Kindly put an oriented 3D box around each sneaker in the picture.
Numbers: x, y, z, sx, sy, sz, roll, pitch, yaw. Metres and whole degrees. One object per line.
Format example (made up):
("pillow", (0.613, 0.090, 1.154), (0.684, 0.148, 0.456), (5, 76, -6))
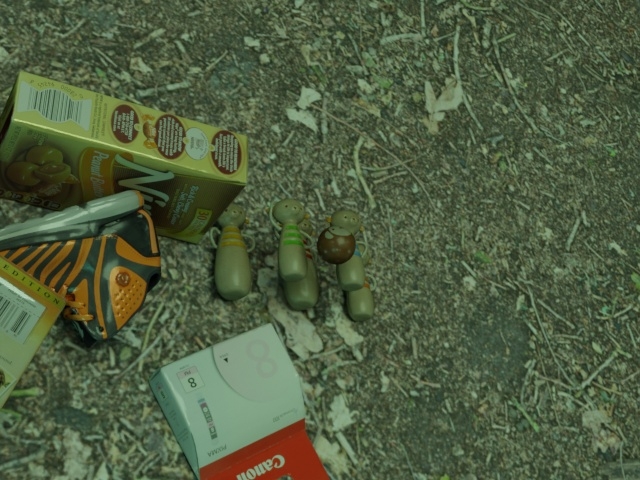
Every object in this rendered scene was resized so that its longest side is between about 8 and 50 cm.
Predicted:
("sneaker", (-0.348, 0.062, 1.290), (0.321, 0.124, 0.180), (-18, 95, -18))

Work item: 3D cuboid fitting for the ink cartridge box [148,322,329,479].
("ink cartridge box", (-0.097, 0.247, 1.382), (0.189, 0.066, 0.232), (-20, 71, -38))

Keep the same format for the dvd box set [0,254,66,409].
("dvd box set", (-0.471, 0.123, 1.019), (0.307, 0.062, 0.420), (36, 37, -15))

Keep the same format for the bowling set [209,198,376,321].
("bowling set", (0.000, 0.000, 1.495), (0.287, 0.200, 0.154), (13, 57, -30))

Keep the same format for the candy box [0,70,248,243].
("candy box", (-0.277, -0.103, 1.386), (0.316, 0.183, 0.087), (15, 57, -24))
